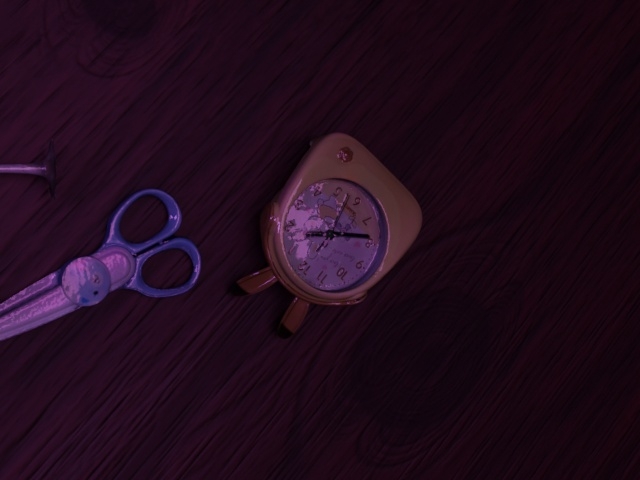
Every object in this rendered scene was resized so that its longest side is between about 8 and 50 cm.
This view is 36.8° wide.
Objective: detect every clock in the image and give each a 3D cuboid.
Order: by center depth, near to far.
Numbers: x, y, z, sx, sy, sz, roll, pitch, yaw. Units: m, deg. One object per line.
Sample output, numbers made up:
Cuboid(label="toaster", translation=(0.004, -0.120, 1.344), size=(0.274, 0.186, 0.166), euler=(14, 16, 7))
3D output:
Cuboid(label="clock", translation=(0.000, 0.000, 1.133), size=(0.170, 0.069, 0.232), euler=(44, 75, -19))

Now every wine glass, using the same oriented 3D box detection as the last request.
Cuboid(label="wine glass", translation=(-0.371, -0.070, 0.971), size=(0.198, 0.066, 0.066), euler=(-3, 92, -23))

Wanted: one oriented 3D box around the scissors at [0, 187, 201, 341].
Cuboid(label="scissors", translation=(-0.252, 0.043, 1.040), size=(0.256, 0.030, 0.125), euler=(-29, 103, -24))
